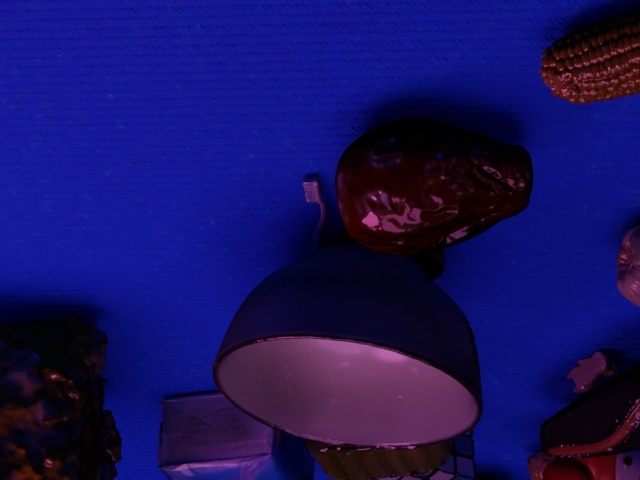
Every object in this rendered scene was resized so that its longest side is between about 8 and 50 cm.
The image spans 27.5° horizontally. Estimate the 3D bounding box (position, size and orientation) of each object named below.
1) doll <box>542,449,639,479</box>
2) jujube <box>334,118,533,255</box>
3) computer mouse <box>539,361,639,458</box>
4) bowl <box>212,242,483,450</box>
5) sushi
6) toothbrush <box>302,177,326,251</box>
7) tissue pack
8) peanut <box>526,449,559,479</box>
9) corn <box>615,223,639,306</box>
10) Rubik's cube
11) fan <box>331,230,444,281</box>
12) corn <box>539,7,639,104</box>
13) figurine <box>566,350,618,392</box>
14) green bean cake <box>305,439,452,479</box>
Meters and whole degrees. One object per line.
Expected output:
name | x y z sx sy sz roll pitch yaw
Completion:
doll | 0.467 0.383 2.150 0.290 0.130 0.161 -21 114 -13
jujube | 0.135 -0.064 1.530 0.236 0.168 0.168 -4 145 1
computer mouse | 0.469 0.261 1.984 0.183 0.116 0.323 -18 164 -41
bowl | 0.047 0.125 1.714 0.353 0.185 0.354 8 150 5
sushi | -0.422 0.313 1.864 0.240 0.397 0.351 -1 138 1
toothbrush | 0.000 0.000 1.735 0.027 0.021 0.269 8 146 11
tissue pack | -0.133 0.369 2.160 0.198 0.146 0.263 -7 145 12
peanut | 0.463 0.400 2.265 0.214 0.099 0.099 11 144 -5
corn | 0.540 0.043 1.709 0.305 0.123 0.122 3 143 -6
Rubik's cube | 0.144 0.330 2.097 0.154 0.155 0.151 16 142 -23
fan | 0.090 0.014 1.741 0.155 0.039 0.082 12 145 -9
corn | 0.376 -0.207 1.369 0.293 0.106 0.106 -16 142 24
figurine | 0.426 0.204 2.019 0.050 0.047 0.083 10 140 -40
green bean cake | 0.092 0.251 1.945 0.214 0.200 0.113 -8 136 18
